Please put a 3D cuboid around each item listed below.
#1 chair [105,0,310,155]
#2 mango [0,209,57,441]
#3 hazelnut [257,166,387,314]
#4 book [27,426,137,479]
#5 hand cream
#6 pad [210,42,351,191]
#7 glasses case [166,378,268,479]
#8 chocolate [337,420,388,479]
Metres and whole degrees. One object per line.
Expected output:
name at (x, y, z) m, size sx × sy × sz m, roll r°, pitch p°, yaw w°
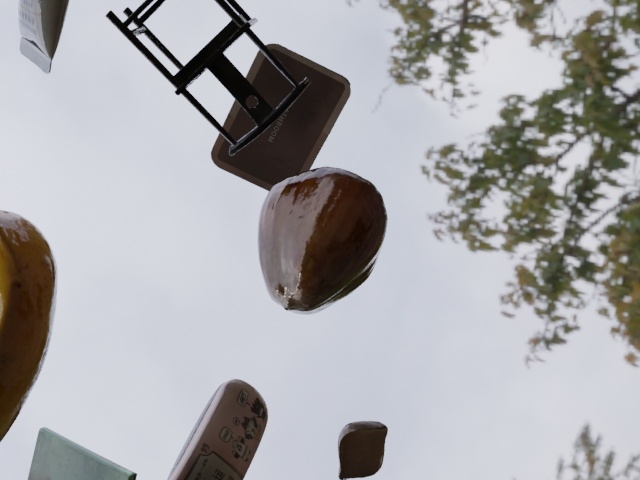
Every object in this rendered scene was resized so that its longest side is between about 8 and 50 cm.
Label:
chair at (-0.153, -0.272, 1.378) m, size 0.154 × 0.141 × 0.260 m, roll -41°, pitch -78°, yaw 12°
mango at (-0.266, 0.082, 0.761) m, size 0.102 × 0.141 × 0.217 m, roll 9°, pitch -84°, yaw -57°
hazelnut at (-0.009, -0.004, 1.349) m, size 0.210 × 0.210 × 0.186 m, roll -19°, pitch -103°, yaw -38°
book at (-0.263, 0.274, 1.045) m, size 0.017 × 0.135 × 0.103 m, roll 1°, pitch -75°, yaw -62°
hand cream at (-0.398, -0.408, 1.417) m, size 0.089 × 0.139 × 0.314 m, roll 2°, pitch -65°, yaw -37°
pad at (-0.073, -0.205, 1.703) m, size 0.176 × 0.002 × 0.266 m, roll 25°, pitch -59°, yaw -9°
glasses case at (-0.185, 0.385, 1.740) m, size 0.122 × 0.075 × 0.314 m, roll 43°, pitch -135°, yaw -15°
chocolate at (0.052, 0.265, 1.245) m, size 0.064 × 0.031 × 0.101 m, roll -6°, pitch -50°, yaw -7°
